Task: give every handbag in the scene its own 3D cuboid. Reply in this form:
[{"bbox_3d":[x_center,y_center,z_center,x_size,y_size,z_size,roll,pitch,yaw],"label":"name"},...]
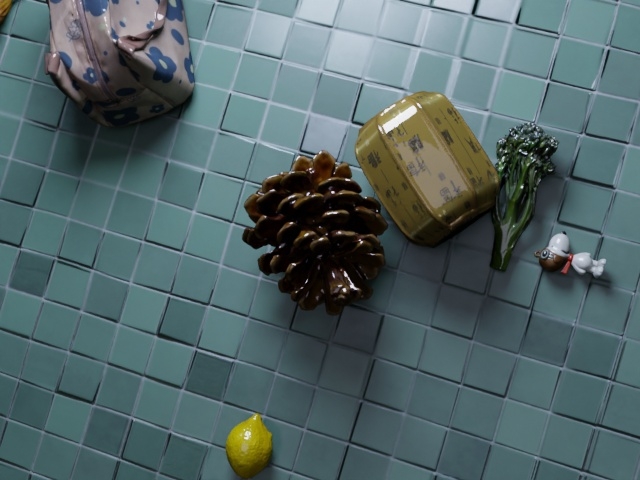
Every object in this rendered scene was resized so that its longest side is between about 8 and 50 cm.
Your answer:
[{"bbox_3d":[-0.298,-0.308,1.243,0.190,0.193,0.251,-13,82,13],"label":"handbag"}]

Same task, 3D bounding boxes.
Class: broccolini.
[{"bbox_3d":[0.265,-0.060,1.195,0.091,0.068,0.202,19,104,24],"label":"broccolini"}]

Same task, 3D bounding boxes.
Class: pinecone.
[{"bbox_3d":[0.002,0.000,1.164,0.212,0.169,0.185,46,132,36],"label":"pinecone"}]

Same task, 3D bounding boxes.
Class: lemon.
[{"bbox_3d":[-0.098,0.284,1.215,0.065,0.065,0.092,12,87,12],"label":"lemon"}]

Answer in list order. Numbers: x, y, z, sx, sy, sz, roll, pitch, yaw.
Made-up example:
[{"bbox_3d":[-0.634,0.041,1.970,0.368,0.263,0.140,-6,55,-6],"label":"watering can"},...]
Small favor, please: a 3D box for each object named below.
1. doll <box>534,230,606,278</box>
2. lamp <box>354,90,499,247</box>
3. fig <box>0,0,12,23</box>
[{"bbox_3d":[0.332,0.028,1.172,0.085,0.040,0.058,40,82,12],"label":"doll"},{"bbox_3d":[0.140,-0.093,1.161,0.161,0.161,0.185,-33,83,6],"label":"lamp"},{"bbox_3d":[-0.517,-0.352,1.335,0.153,0.119,0.119,-3,84,-4],"label":"fig"}]
